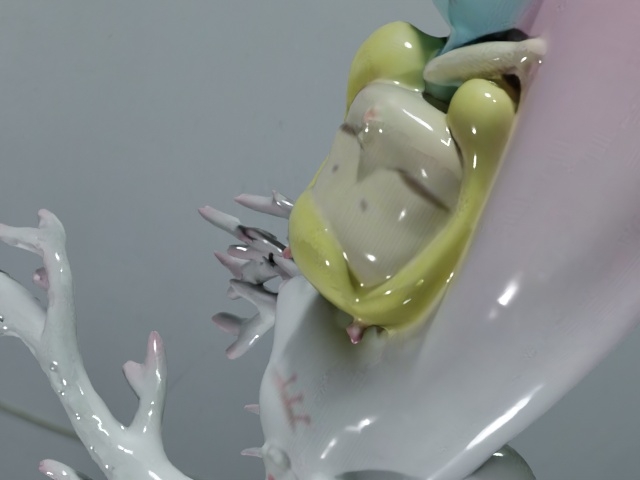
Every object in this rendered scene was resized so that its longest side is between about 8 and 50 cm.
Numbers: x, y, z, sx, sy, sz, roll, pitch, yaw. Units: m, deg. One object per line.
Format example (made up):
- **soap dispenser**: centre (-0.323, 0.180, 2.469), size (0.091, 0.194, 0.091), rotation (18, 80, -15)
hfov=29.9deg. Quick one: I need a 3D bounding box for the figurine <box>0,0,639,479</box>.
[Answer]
- **figurine**: centre (0.011, 0.005, 0.495), size (0.206, 0.284, 0.315), rotation (16, 108, -51)
